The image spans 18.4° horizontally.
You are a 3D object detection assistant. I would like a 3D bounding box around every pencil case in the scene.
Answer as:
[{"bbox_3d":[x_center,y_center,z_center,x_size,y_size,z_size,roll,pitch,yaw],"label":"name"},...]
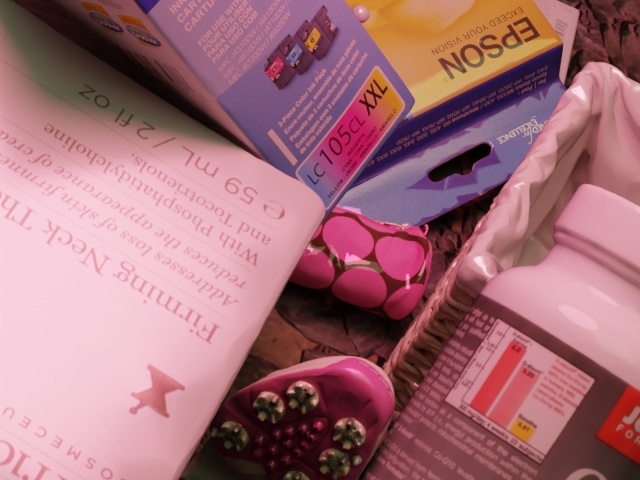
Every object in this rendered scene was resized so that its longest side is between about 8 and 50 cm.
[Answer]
[{"bbox_3d":[0.000,0.000,1.871,0.209,0.095,0.098,20,82,-14],"label":"pencil case"}]

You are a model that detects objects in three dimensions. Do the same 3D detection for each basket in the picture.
[{"bbox_3d":[0.272,0.078,1.837,0.328,0.266,0.331,36,50,0],"label":"basket"}]

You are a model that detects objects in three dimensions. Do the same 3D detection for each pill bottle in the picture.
[{"bbox_3d":[0.175,0.151,1.531,0.210,0.210,0.363,33,90,-3],"label":"pill bottle"}]

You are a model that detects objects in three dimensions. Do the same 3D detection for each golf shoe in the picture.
[{"bbox_3d":[-0.031,0.161,1.607,0.115,0.306,0.140,47,43,-2],"label":"golf shoe"}]

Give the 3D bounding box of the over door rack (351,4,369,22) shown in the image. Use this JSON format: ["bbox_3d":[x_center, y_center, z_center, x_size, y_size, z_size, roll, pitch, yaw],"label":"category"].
[{"bbox_3d":[-0.127,-0.184,1.849,0.239,0.108,0.324,40,63,-2],"label":"over door rack"}]

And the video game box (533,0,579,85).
[{"bbox_3d":[0.175,-0.207,2.129,0.187,0.048,0.205,26,51,-10],"label":"video game box"}]

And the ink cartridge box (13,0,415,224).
[{"bbox_3d":[-0.136,-0.205,1.572,0.270,0.395,0.151,22,72,42],"label":"ink cartridge box"}]

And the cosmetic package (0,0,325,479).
[{"bbox_3d":[-0.255,0.098,1.519,0.329,0.327,0.394,32,50,-4],"label":"cosmetic package"}]

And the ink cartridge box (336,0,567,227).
[{"bbox_3d":[0.085,-0.181,2.003,0.303,0.072,0.307,-28,71,-20],"label":"ink cartridge box"}]
